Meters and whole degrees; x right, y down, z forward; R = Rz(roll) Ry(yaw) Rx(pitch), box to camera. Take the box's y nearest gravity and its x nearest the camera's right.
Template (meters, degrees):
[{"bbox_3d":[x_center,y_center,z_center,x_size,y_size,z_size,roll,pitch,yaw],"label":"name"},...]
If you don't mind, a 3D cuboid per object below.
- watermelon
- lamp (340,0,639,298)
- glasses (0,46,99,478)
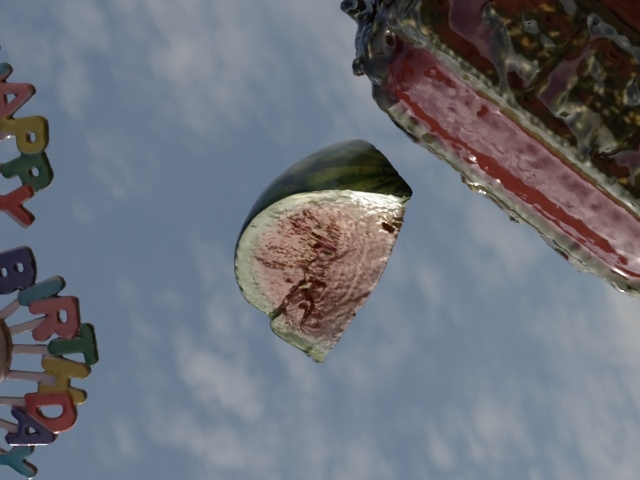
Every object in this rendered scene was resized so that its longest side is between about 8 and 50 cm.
[{"bbox_3d":[-0.013,-0.003,0.999,0.069,0.163,0.087,-7,-126,-27],"label":"watermelon"},{"bbox_3d":[0.144,-0.085,0.925,0.274,0.177,0.177,36,-151,-8],"label":"lamp"},{"bbox_3d":[-0.201,0.013,1.035,0.095,0.162,0.255,-22,-75,-62],"label":"glasses"}]
